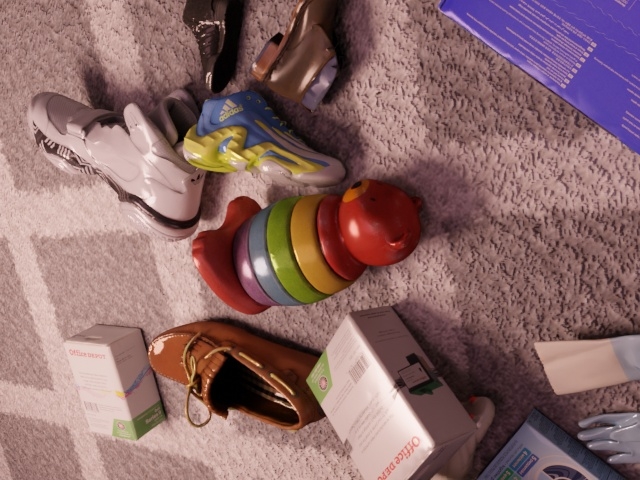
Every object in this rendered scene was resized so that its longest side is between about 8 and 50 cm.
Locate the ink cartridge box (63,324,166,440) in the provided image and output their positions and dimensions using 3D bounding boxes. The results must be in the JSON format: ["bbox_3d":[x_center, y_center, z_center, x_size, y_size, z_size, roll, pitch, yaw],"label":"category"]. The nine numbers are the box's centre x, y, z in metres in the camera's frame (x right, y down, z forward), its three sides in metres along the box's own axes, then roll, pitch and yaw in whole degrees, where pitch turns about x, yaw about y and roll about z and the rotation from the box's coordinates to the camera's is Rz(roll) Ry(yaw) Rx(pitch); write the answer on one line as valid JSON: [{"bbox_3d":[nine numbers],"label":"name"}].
[{"bbox_3d":[-0.425,0.289,1.392,0.154,0.093,0.213,-2,108,36],"label":"ink cartridge box"}]

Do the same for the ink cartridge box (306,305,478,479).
[{"bbox_3d":[0.092,0.228,0.944,0.219,0.092,0.160,55,133,32],"label":"ink cartridge box"}]

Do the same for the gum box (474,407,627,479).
[{"bbox_3d":[0.318,0.340,0.902,0.184,0.041,0.157,37,126,19],"label":"gum box"}]

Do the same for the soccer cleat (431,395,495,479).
[{"bbox_3d":[0.198,0.291,0.961,0.076,0.068,0.196,32,126,-1],"label":"soccer cleat"}]

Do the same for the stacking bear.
[{"bbox_3d":[0.000,0.000,0.928,0.289,0.175,0.164,-16,113,31],"label":"stacking bear"}]

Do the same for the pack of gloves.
[{"bbox_3d":[0.398,0.180,0.790,0.232,0.046,0.195,-13,112,42],"label":"pack of gloves"}]

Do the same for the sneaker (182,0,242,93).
[{"bbox_3d":[-0.165,-0.310,0.986,0.089,0.051,0.170,28,118,24],"label":"sneaker"}]

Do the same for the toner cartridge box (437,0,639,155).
[{"bbox_3d":[0.302,-0.208,0.667,0.348,0.075,0.165,42,129,15],"label":"toner cartridge box"}]

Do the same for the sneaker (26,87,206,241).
[{"bbox_3d":[-0.318,-0.179,1.100,0.366,0.137,0.210,39,126,11],"label":"sneaker"}]

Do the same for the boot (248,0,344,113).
[{"bbox_3d":[0.008,-0.268,0.876,0.106,0.082,0.219,39,126,-10],"label":"boot"}]

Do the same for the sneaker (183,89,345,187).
[{"bbox_3d":[-0.075,-0.151,0.956,0.240,0.091,0.126,11,84,7],"label":"sneaker"}]

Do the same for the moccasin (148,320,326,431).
[{"bbox_3d":[-0.156,0.234,1.136,0.380,0.147,0.139,15,117,31],"label":"moccasin"}]
